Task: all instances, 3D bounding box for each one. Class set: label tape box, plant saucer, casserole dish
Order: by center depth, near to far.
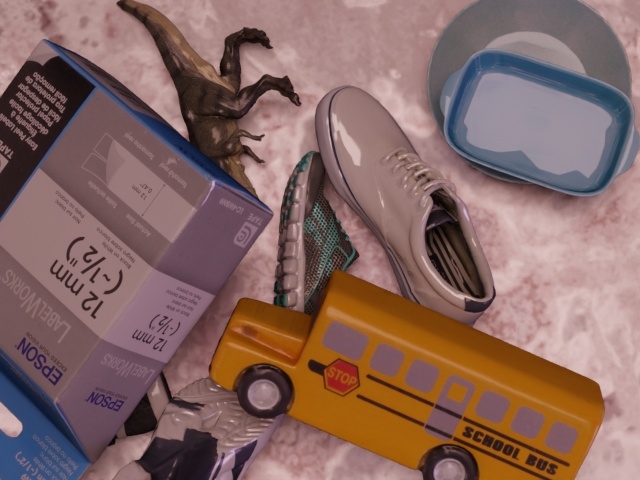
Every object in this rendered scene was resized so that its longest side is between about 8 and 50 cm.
[{"bbox_3d":[-0.243,0.034,1.729,0.249,0.115,0.348,39,94,31],"label":"label tape box"},{"bbox_3d":[0.202,-0.106,1.818,0.188,0.037,0.114,19,80,6],"label":"casserole dish"},{"bbox_3d":[0.198,-0.144,1.863,0.195,0.037,0.195,0,78,2],"label":"plant saucer"}]

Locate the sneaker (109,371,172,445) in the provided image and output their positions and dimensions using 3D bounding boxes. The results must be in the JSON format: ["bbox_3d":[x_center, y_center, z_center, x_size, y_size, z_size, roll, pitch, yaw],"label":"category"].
[{"bbox_3d":[-0.224,0.086,1.803,0.121,0.079,0.217,-21,79,-3],"label":"sneaker"}]

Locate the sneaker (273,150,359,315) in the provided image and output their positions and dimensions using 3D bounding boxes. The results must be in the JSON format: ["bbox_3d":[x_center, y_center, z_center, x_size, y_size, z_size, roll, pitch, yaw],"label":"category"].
[{"bbox_3d":[0.000,0.000,1.834,0.076,0.065,0.166,7,82,-13],"label":"sneaker"}]

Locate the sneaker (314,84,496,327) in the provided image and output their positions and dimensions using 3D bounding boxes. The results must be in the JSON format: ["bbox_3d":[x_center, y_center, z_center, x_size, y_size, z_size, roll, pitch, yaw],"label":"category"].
[{"bbox_3d":[0.088,-0.039,1.805,0.094,0.091,0.258,-27,84,-35],"label":"sneaker"}]

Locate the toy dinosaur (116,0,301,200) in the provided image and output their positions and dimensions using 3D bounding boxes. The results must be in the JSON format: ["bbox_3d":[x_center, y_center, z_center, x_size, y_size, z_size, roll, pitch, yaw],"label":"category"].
[{"bbox_3d":[-0.090,-0.144,1.860,0.118,0.064,0.268,-27,76,2],"label":"toy dinosaur"}]

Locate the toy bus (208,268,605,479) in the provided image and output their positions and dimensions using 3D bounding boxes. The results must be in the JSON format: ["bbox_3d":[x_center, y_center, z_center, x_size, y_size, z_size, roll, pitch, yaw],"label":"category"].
[{"bbox_3d":[0.074,0.129,1.742,0.332,0.108,0.130,24,106,-2],"label":"toy bus"}]

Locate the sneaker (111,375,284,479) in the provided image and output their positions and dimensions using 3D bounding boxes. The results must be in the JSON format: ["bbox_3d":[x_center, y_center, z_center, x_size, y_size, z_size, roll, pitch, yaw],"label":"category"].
[{"bbox_3d":[-0.118,0.230,1.771,0.094,0.153,0.235,24,42,12],"label":"sneaker"}]
